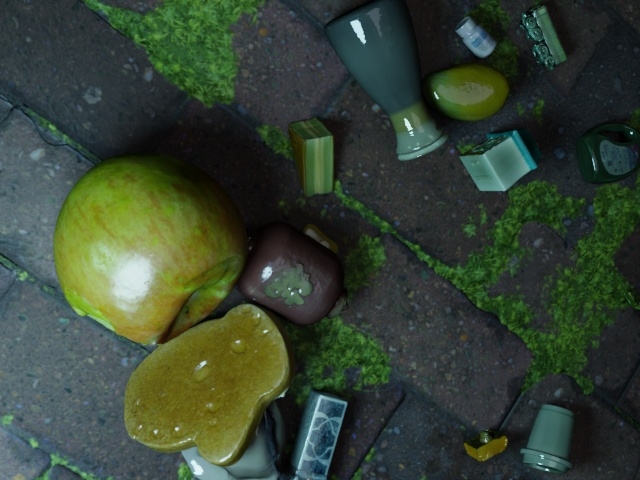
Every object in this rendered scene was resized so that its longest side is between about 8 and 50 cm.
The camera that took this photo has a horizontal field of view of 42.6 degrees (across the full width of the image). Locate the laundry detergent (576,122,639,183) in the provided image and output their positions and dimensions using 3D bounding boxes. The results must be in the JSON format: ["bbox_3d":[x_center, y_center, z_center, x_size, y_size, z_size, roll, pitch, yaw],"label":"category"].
[{"bbox_3d":[0.704,-0.213,1.927,0.211,0.063,0.137,-16,90,-18],"label":"laundry detergent"}]

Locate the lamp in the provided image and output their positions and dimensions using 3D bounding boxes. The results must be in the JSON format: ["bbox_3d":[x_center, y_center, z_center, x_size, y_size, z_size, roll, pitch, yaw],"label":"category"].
[{"bbox_3d":[-0.061,0.072,1.616,0.258,0.180,0.180,34,81,-18],"label":"lamp"}]

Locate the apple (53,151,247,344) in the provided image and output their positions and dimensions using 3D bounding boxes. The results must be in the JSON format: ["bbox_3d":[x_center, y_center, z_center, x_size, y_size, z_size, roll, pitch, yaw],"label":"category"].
[{"bbox_3d":[-0.304,0.011,1.450,0.339,0.339,0.340,-1,92,-19],"label":"apple"}]

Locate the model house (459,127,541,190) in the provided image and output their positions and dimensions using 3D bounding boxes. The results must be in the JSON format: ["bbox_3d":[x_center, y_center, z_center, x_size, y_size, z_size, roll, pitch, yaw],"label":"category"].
[{"bbox_3d":[0.404,-0.185,1.789,0.149,0.127,0.100,-34,102,-12],"label":"model house"}]

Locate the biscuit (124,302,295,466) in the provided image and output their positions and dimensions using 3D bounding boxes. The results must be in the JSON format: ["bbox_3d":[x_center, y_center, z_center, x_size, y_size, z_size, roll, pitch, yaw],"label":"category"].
[{"bbox_3d":[-0.199,0.284,1.528,0.343,0.287,0.057,-30,146,2],"label":"biscuit"}]

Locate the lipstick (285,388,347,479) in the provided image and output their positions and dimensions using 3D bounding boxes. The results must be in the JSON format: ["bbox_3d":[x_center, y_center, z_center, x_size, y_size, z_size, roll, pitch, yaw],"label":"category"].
[{"bbox_3d":[-0.022,0.453,1.689,0.077,0.076,0.290,18,83,-17],"label":"lipstick"}]

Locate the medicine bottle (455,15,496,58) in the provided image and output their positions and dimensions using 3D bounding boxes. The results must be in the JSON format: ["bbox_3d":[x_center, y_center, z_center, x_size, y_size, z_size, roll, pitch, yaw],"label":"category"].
[{"bbox_3d":[0.340,-0.445,1.797,0.089,0.052,0.052,42,79,-15],"label":"medicine bottle"}]

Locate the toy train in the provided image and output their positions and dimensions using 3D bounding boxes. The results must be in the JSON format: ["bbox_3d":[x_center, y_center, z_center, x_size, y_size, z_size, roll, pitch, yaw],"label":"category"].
[{"bbox_3d":[0.506,-0.458,1.863,0.071,0.038,0.148,-30,102,-15],"label":"toy train"}]

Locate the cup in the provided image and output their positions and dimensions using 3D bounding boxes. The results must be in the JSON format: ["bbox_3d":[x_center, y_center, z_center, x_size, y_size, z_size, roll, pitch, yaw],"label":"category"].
[{"bbox_3d":[0.523,0.450,1.867,0.120,0.120,0.141,24,70,-18],"label":"cup"}]

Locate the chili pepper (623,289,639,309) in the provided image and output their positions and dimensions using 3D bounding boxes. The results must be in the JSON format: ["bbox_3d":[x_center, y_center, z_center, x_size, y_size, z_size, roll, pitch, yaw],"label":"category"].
[{"bbox_3d":[0.761,0.150,1.980,0.083,0.022,0.027,36,82,-13],"label":"chili pepper"}]

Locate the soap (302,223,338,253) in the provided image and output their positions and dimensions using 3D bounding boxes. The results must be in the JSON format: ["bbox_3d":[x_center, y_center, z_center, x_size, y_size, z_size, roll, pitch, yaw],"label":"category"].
[{"bbox_3d":[0.000,0.000,1.715,0.089,0.012,0.034,40,80,-16],"label":"soap"}]

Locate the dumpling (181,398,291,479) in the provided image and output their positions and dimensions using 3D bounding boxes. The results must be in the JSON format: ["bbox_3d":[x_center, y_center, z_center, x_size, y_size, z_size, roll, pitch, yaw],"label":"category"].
[{"bbox_3d":[-0.164,0.378,1.594,0.204,0.163,0.293,-7,100,-21],"label":"dumpling"}]

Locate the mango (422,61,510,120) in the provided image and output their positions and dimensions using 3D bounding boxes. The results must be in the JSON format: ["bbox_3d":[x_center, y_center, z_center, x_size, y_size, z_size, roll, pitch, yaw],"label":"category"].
[{"bbox_3d":[0.312,-0.323,1.772,0.194,0.092,0.130,8,91,-15],"label":"mango"}]

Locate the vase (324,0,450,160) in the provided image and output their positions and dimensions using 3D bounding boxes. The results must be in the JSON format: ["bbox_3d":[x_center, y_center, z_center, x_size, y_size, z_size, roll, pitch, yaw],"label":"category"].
[{"bbox_3d":[0.150,-0.331,1.681,0.173,0.173,0.321,-31,105,-16],"label":"vase"}]

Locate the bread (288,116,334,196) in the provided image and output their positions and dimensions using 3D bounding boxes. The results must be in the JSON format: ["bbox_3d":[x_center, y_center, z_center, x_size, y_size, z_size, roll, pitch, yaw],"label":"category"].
[{"bbox_3d":[-0.018,-0.171,1.704,0.074,0.084,0.139,-16,128,-18],"label":"bread"}]

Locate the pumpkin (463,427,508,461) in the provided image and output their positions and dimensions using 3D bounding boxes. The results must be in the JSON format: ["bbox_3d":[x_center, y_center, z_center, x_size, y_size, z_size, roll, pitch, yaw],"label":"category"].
[{"bbox_3d":[0.368,0.450,1.825,0.083,0.074,0.054,-19,92,-18],"label":"pumpkin"}]
